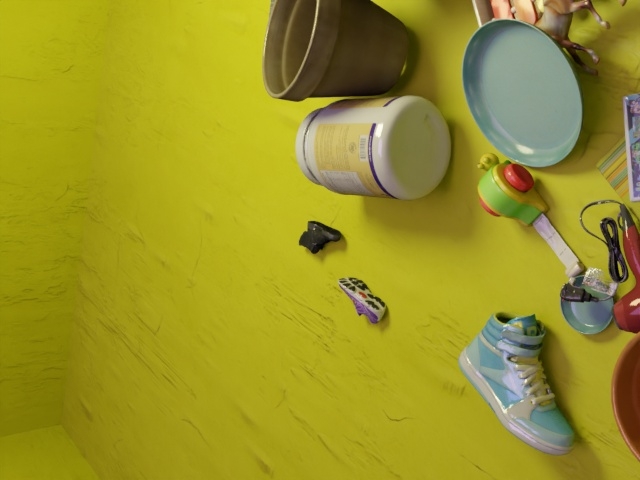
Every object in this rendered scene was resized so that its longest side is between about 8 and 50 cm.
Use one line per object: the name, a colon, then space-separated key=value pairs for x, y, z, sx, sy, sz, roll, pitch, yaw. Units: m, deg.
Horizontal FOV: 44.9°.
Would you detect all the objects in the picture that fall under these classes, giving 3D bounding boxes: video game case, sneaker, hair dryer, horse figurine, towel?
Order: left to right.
sneaker: x=-0.002 y=0.000 z=2.179 sx=0.170 sy=0.051 sz=0.089 roll=29 pitch=114 yaw=50
sneaker: x=0.100 y=0.160 z=2.058 sx=0.170 sy=0.068 sz=0.071 roll=45 pitch=131 yaw=37
sneaker: x=0.437 y=0.278 z=1.622 sx=0.319 sy=0.127 sz=0.208 roll=46 pitch=127 yaw=36
horse figurine: x=0.474 y=-0.422 z=1.481 sx=0.174 sy=0.066 sz=0.263 roll=37 pitch=153 yaw=23
hair dryer: x=0.590 y=0.061 z=1.437 sx=0.293 sy=0.080 sz=0.224 roll=24 pitch=109 yaw=38
towel: x=0.621 y=-0.088 z=1.457 sx=0.237 sy=0.021 sz=0.102 roll=61 pitch=139 yaw=25
video game case: x=0.645 y=-0.177 z=1.394 sx=0.183 sy=0.023 sz=0.201 roll=-5 pitch=86 yaw=42

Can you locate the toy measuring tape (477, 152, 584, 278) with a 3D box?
toy measuring tape: x=0.421 y=-0.057 z=1.622 sx=0.121 sy=0.121 sz=0.330 roll=-51 pitch=56 yaw=39

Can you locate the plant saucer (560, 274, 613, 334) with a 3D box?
plant saucer: x=0.542 y=0.129 z=1.564 sx=0.119 sy=0.021 sz=0.119 roll=6 pitch=98 yaw=49

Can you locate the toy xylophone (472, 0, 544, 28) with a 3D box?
toy xylophone: x=0.445 y=-0.558 z=1.578 sx=0.322 sy=0.081 sz=0.236 roll=-34 pitch=67 yaw=45

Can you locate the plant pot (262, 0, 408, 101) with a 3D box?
plant pot: x=0.045 y=-0.472 z=1.873 sx=0.323 sy=0.280 sz=0.323 roll=-32 pitch=54 yaw=57

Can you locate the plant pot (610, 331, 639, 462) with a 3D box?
plant pot: x=0.669 y=0.259 z=1.285 sx=0.291 sy=0.203 sz=0.291 roll=6 pitch=98 yaw=50

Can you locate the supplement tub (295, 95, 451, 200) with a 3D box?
supplement tub: x=0.120 y=-0.224 z=1.866 sx=0.331 sy=0.241 sz=0.241 roll=9 pitch=100 yaw=49

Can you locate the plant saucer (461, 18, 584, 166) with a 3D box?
plant saucer: x=0.416 y=-0.303 z=1.581 sx=0.317 sy=0.043 sz=0.318 roll=44 pitch=151 yaw=32

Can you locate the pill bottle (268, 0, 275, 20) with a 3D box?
pill bottle: x=-0.052 y=-0.674 z=2.095 sx=0.162 sy=0.162 sz=0.279 roll=22 pitch=110 yaw=47
